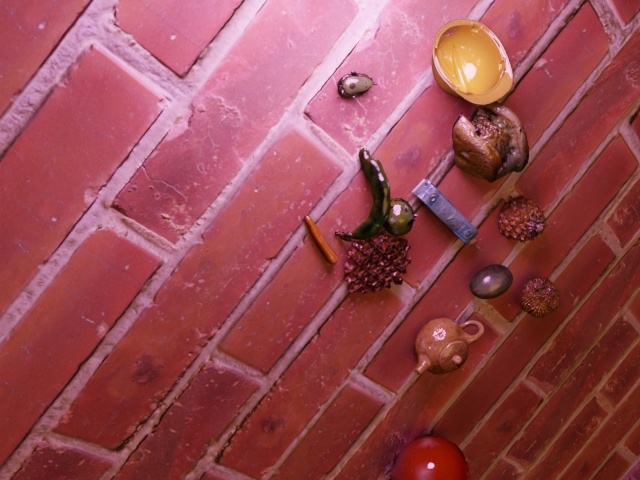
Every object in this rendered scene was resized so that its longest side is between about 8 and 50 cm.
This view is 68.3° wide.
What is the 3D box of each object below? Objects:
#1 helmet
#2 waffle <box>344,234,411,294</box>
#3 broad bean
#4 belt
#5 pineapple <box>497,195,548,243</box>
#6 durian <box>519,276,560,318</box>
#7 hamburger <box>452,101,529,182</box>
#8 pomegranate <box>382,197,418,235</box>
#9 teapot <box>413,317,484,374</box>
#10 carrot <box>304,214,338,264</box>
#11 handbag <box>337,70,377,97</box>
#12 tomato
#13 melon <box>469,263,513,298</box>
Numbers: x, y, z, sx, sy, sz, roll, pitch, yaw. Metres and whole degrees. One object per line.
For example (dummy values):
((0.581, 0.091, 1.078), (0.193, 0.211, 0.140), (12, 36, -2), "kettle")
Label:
((0.412, -0.486, 1.352), (0.205, 0.140, 0.256), (-33, 89, -7), "helmet")
((0.186, 0.076, 1.521), (0.235, 0.055, 0.221), (-9, 120, -14), "waffle")
((0.142, -0.120, 1.406), (0.144, 0.049, 0.291), (19, 106, 16), "broad bean")
((0.407, -0.091, 1.540), (0.072, 0.087, 0.302), (-45, 119, 13), "belt")
((0.728, -0.062, 1.648), (0.176, 0.137, 0.161), (35, 94, -30), "pineapple")
((0.838, 0.219, 1.805), (0.168, 0.137, 0.158), (49, 66, -37), "durian")
((0.520, -0.280, 1.421), (0.167, 0.192, 0.288), (-46, 149, -7), "hamburger")
((0.219, -0.066, 1.460), (0.162, 0.122, 0.122), (-20, 118, 15), "pomegranate")
((0.461, 0.386, 1.689), (0.311, 0.167, 0.203), (-27, 116, -12), "teapot")
((0.000, 0.000, 1.432), (0.037, 0.037, 0.190), (-36, 117, -6), "carrot")
((0.100, -0.433, 1.305), (0.111, 0.047, 0.072), (-12, 114, -15), "handbag")
((0.420, 0.919, 1.811), (0.322, 0.321, 0.321), (-8, 112, -20), "tomato")
((0.617, 0.146, 1.695), (0.167, 0.114, 0.114), (-29, 117, -7), "melon")
